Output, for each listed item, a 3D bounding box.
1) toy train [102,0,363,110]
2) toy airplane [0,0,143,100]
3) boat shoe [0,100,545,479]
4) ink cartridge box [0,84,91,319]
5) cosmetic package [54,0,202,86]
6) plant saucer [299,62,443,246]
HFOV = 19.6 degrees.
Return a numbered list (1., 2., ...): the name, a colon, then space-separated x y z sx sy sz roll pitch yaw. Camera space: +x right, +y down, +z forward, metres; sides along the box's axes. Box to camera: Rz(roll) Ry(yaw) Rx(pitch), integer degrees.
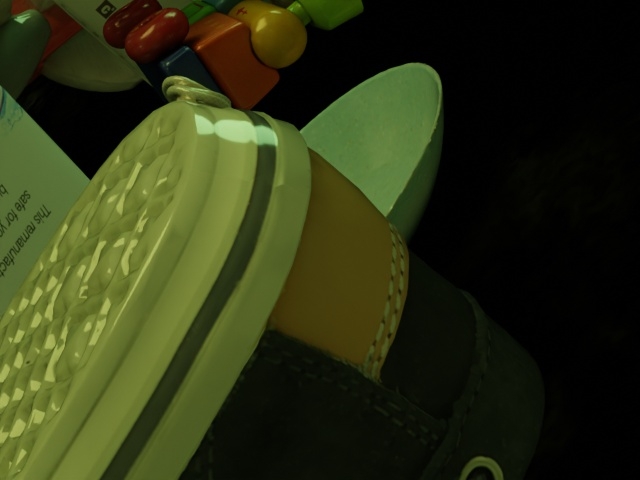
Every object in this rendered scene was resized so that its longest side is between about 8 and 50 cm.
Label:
1. toy train: -0.034 -0.119 1.117 0.143 0.105 0.248 -37 18 -5
2. toy airplane: -0.295 -0.081 1.435 0.384 0.272 0.386 -28 -10 25
3. boat shoe: -0.104 0.189 0.601 0.500 0.156 0.187 -56 21 18
4. ink cartridge box: -0.219 0.007 0.842 0.117 0.278 0.201 -27 23 38
5. cosmetic package: -0.017 -0.287 1.293 0.365 0.155 0.197 -40 22 22
6. plant saucer: 0.000 0.000 0.890 0.195 0.037 0.195 -43 19 19
